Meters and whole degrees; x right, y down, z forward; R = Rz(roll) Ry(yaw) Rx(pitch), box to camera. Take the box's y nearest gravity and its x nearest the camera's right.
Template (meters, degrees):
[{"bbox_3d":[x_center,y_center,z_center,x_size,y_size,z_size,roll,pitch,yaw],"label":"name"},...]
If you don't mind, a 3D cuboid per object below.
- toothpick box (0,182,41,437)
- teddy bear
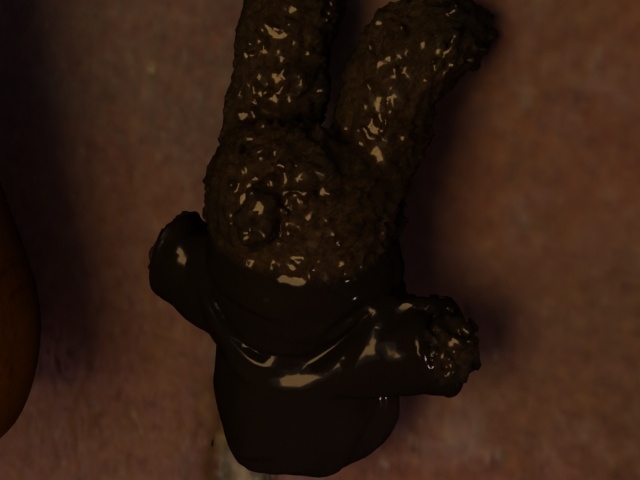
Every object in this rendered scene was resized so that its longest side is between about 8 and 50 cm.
[{"bbox_3d":[-0.185,-0.072,0.636,0.192,0.192,0.294,6,107,36],"label":"toothpick box"},{"bbox_3d":[-0.004,-0.001,0.576,0.119,0.078,0.160,15,106,30],"label":"teddy bear"}]
